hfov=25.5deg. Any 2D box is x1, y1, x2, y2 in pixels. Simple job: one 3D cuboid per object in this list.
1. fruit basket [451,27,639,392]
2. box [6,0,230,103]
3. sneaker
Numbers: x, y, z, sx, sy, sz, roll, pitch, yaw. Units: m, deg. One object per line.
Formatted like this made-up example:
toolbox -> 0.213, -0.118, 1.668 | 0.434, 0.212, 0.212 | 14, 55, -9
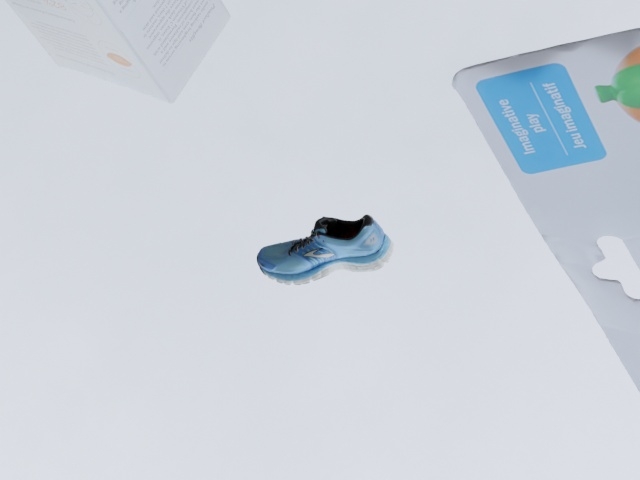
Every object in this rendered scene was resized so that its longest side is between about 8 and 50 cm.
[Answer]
fruit basket -> 0.277, 0.003, 0.607 | 0.353, 0.327, 0.165 | -14, -130, 22
box -> -0.168, -0.200, 1.059 | 0.130, 0.170, 0.091 | 21, -110, 31
sneaker -> 0.000, 0.000, 1.634 | 0.162, 0.073, 0.063 | -12, -141, 17
